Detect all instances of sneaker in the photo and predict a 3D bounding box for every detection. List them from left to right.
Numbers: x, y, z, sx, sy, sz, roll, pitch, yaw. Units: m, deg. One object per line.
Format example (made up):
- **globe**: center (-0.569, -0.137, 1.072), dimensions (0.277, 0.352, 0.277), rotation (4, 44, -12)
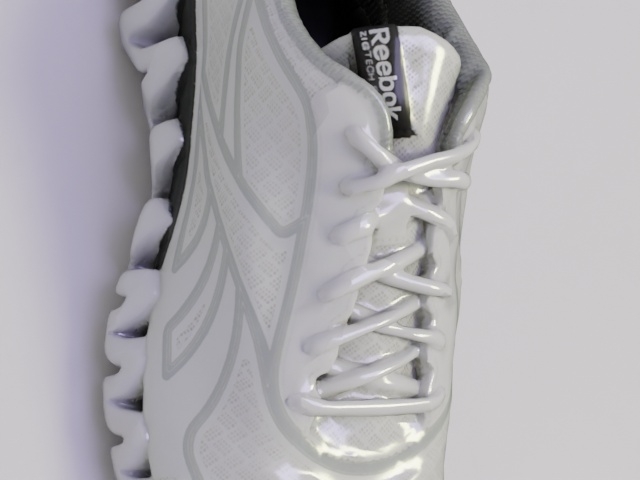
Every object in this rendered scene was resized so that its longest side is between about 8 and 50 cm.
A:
- **sneaker**: center (0.000, 0.000, 0.469), dimensions (0.110, 0.118, 0.292), rotation (3, 76, -36)
